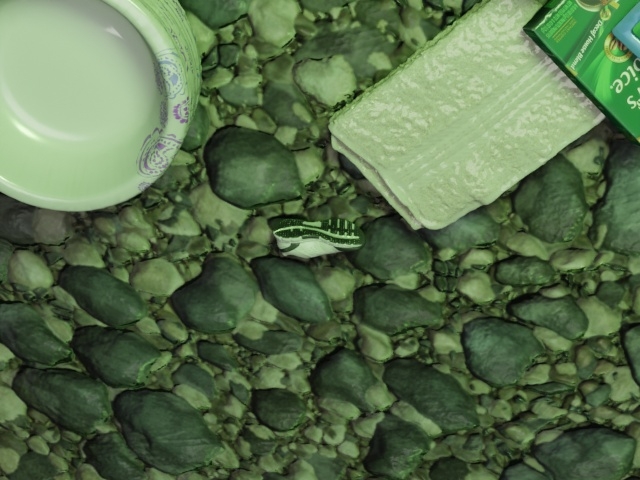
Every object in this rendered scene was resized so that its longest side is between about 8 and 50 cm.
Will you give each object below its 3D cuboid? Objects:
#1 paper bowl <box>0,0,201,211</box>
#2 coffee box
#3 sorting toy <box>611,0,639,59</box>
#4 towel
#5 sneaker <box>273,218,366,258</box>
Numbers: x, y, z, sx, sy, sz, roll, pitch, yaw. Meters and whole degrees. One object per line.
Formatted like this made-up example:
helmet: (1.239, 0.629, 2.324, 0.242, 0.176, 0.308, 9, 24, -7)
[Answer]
paper bowl: (-0.268, -0.185, 1.468, 0.284, 0.148, 0.284, 4, 120, 7)
coffee box: (0.312, -0.196, 1.415, 0.113, 0.040, 0.184, -46, 107, 1)
sorting toy: (0.411, -0.294, 1.278, 0.348, 0.047, 0.196, -31, 95, 30)
towel: (0.161, -0.139, 1.490, 0.282, 0.049, 0.187, -37, 110, 25)
sneaker: (0.000, 0.000, 1.606, 0.109, 0.040, 0.043, 5, 137, 10)
